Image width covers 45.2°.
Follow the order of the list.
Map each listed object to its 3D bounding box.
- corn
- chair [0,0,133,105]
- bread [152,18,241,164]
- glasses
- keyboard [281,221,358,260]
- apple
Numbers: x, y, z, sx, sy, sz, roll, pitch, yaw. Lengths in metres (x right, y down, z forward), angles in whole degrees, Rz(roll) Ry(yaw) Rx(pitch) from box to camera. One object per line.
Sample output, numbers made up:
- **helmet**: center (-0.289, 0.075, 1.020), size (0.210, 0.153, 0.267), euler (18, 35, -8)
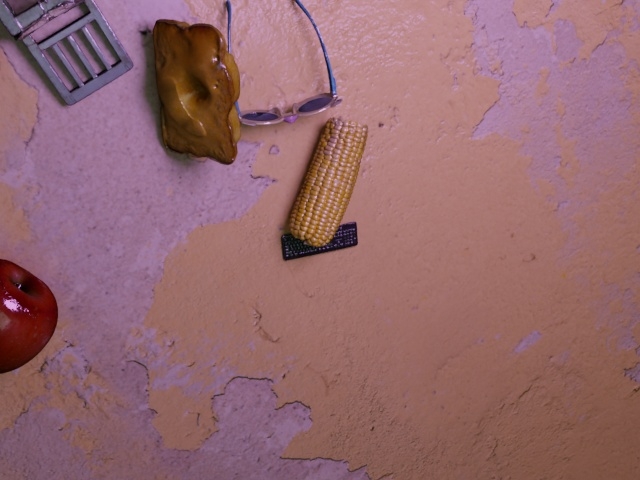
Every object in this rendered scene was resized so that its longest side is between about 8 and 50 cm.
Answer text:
- **corn**: center (0.018, -0.108, 1.419), size (0.093, 0.093, 0.244), euler (16, 103, -24)
- **chair**: center (-0.400, -0.339, 1.153), size (0.136, 0.147, 0.270), euler (-33, 115, -7)
- **bread**: center (-0.196, -0.248, 1.264), size (0.088, 0.161, 0.233), euler (-49, 145, -49)
- **glasses**: center (-0.078, -0.312, 1.342), size (0.190, 0.088, 0.220), euler (-15, 94, -13)
- **keyboard**: center (0.000, 0.000, 1.498), size (0.155, 0.010, 0.053), euler (-12, 112, -15)
- **apple**: center (-0.529, 0.123, 1.259), size (0.168, 0.181, 0.181), euler (-41, 117, 4)
